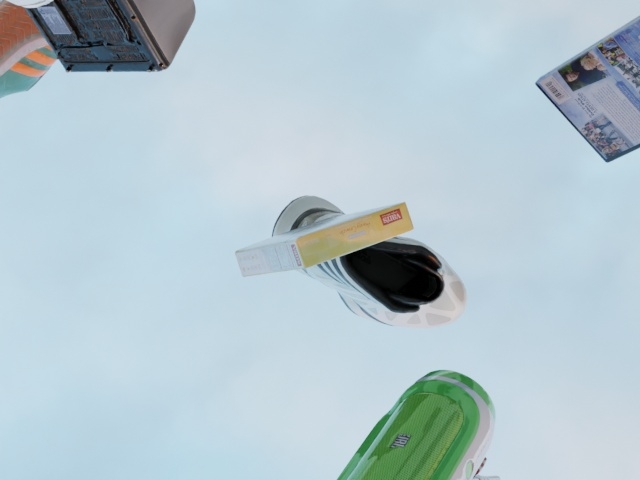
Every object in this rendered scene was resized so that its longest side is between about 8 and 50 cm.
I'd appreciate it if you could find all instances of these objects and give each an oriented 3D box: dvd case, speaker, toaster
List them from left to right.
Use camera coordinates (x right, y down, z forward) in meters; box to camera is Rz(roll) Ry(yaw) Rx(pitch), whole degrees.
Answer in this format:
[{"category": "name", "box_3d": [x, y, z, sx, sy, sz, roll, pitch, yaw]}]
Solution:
[{"category": "toaster", "box_3d": [-0.260, -0.290, 1.291, 0.168, 0.186, 0.110, 4, -129, 31]}, {"category": "speaker", "box_3d": [0.100, 0.276, 1.282, 0.131, 0.131, 0.296, 31, -139, 11]}, {"category": "dvd case", "box_3d": [0.463, -0.225, 1.689, 0.180, 0.253, 0.022, 46, -120, -9]}]

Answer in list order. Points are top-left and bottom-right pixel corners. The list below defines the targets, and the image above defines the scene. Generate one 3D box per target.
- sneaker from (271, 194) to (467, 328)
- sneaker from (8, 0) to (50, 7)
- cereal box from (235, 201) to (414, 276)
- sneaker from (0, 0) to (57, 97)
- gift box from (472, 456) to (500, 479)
[{"category": "sneaker", "box_3d": [0.142, 0.085, 1.861, 0.447, 0.169, 0.257, 25, -176, -40]}, {"category": "sneaker", "box_3d": [-0.261, -0.285, 1.103, 0.290, 0.123, 0.106, 19, -107, 31]}, {"category": "cereal box", "box_3d": [0.000, 0.000, 1.558, 0.173, 0.240, 0.047, -19, -87, -25]}, {"category": "sneaker", "box_3d": [-0.424, -0.294, 1.623, 0.302, 0.121, 0.108, -33, -96, -11]}, {"category": "gift box", "box_3d": [0.129, 0.433, 1.477, 0.255, 0.276, 0.258, -16, -105, 12]}]
